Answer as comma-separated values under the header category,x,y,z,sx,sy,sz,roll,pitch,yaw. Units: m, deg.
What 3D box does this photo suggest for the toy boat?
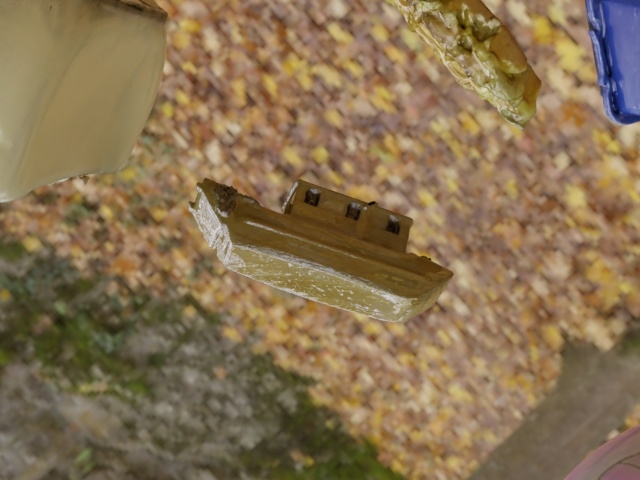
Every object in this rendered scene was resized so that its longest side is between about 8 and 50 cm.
category,x,y,z,sx,sy,sz,roll,pitch,yaw
toy boat,0.000,0.000,1.008,0.201,0.077,0.057,18,146,-9

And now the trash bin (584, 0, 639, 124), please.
category,x,y,z,sx,sy,sz,roll,pitch,yaw
trash bin,0.380,-0.206,1.369,0.234,0.163,0.184,-139,34,-71

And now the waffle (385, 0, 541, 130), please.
category,x,y,z,sx,sy,sz,roll,pitch,yaw
waffle,0.019,-0.066,0.335,0.085,0.016,0.078,45,-176,-33

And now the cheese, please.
category,x,y,z,sx,sy,sz,roll,pitch,yaw
cheese,-0.227,-0.116,1.070,0.127,0.233,0.266,26,-168,15

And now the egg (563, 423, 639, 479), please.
category,x,y,z,sx,sy,sz,roll,pitch,yaw
egg,0.302,0.283,1.282,0.196,0.271,0.196,55,163,26
